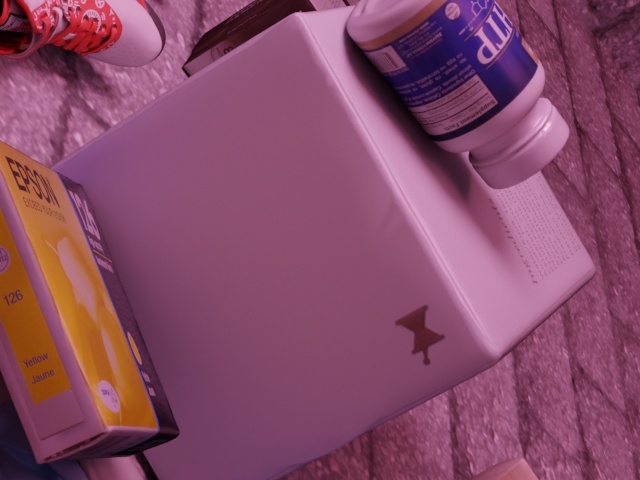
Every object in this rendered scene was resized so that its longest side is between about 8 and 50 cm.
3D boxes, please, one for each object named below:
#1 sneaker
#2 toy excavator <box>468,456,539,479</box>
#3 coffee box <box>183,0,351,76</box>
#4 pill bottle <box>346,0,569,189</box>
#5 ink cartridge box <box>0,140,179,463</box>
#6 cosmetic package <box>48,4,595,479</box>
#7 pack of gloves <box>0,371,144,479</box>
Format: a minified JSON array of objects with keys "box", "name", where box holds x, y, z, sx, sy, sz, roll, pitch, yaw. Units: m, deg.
[{"box":[-0.251,-0.204,1.764,0.270,0.090,0.145,38,32,-36],"name":"sneaker"},{"box":[0.194,0.346,1.813,0.445,0.433,0.222,-40,100,-39],"name":"toy excavator"},{"box":[0.007,-0.136,2.125,0.297,0.168,0.119,55,22,-14],"name":"coffee box"},{"box":[0.118,-0.138,1.566,0.186,0.112,0.112,50,24,-20],"name":"pill bottle"},{"box":[-0.206,0.013,1.414,0.303,0.072,0.307,40,29,-82],"name":"ink cartridge box"},{"box":[0.000,0.000,1.726,0.327,0.329,0.394,61,22,1],"name":"cosmetic package"},{"box":[-0.204,0.134,1.501,0.232,0.046,0.195,62,23,5],"name":"pack of gloves"}]
